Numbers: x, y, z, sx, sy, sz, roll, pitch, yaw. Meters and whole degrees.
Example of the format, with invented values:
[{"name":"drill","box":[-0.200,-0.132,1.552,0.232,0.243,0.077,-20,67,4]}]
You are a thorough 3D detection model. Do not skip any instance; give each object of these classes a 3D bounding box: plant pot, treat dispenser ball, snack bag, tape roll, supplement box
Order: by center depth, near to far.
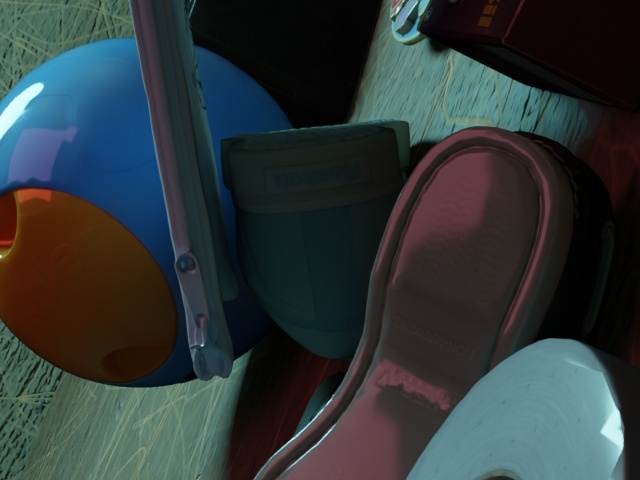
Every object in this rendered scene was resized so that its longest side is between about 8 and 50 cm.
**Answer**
[{"name":"tape roll","box":[0.076,0.147,0.546,0.219,0.072,0.219,-60,13,24]},{"name":"supplement box","box":[0.128,-0.140,0.840,0.104,0.081,0.188,-65,13,5]},{"name":"snack bag","box":[-0.087,-0.107,0.924,0.342,0.037,0.323,-123,24,-81]},{"name":"treat dispenser ball","box":[-0.147,-0.023,1.267,0.288,0.288,0.288,-60,14,25]},{"name":"plant pot","box":[-0.065,-0.171,1.490,0.187,0.167,0.188,-50,21,52]}]

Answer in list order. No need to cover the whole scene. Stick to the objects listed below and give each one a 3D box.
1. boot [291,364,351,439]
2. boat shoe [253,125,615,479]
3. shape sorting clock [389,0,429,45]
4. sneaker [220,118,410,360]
[{"name":"boot","box":[-0.008,0.159,0.892,0.198,0.077,0.137,-55,6,-12]},{"name":"boat shoe","box":[0.050,0.095,0.716,0.114,0.091,0.302,36,105,32]},{"name":"shape sorting clock","box":[0.111,-0.244,1.194,0.206,0.040,0.206,-60,14,26]},{"name":"sneaker","box":[0.000,0.000,1.014,0.366,0.135,0.150,-48,-47,-82]}]
